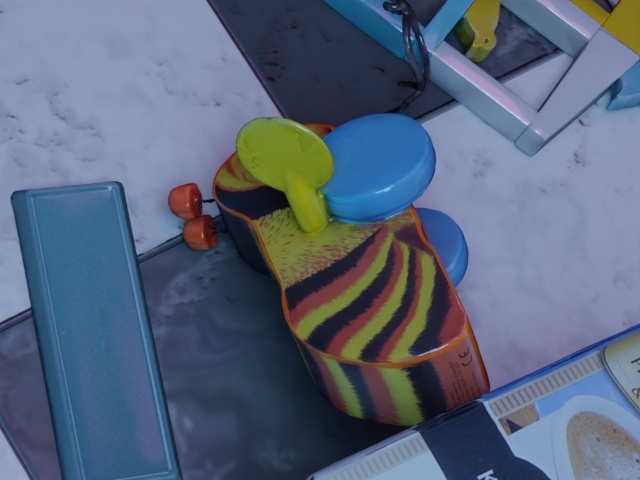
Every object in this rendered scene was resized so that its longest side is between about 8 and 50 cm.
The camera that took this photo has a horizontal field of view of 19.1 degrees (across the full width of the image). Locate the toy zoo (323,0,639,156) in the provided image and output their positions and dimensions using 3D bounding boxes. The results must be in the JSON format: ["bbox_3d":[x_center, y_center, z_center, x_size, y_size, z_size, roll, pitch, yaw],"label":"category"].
[{"bbox_3d":[0.108,-0.183,1.238,0.293,0.030,0.192,37,62,1],"label":"toy zoo"}]

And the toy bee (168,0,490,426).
[{"bbox_3d":[0.000,0.000,1.070,0.162,0.298,0.195,-16,110,8],"label":"toy bee"}]

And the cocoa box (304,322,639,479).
[{"bbox_3d":[0.133,0.253,0.936,0.228,0.231,0.347,-22,75,-25],"label":"cocoa box"}]

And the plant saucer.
[{"bbox_3d":[-0.125,0.053,1.070,0.067,0.018,0.192,-6,70,-19],"label":"plant saucer"}]
